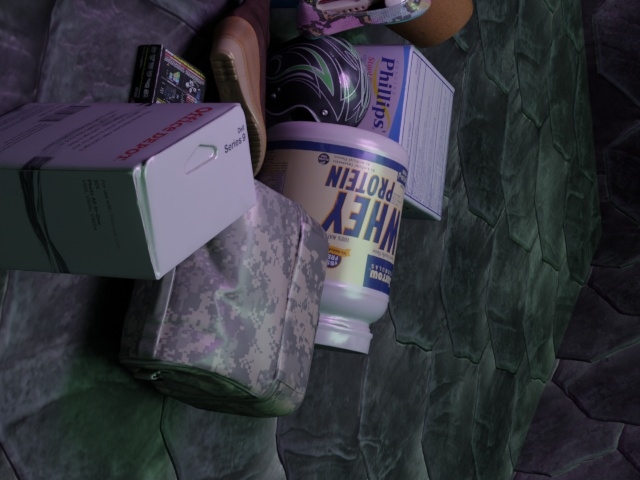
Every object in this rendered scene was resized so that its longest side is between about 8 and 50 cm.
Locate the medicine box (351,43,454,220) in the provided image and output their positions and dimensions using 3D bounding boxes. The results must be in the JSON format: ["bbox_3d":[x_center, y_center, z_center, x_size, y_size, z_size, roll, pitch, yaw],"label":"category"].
[{"bbox_3d":[0.128,-0.190,2.049,0.289,0.149,0.263,22,73,-66],"label":"medicine box"}]

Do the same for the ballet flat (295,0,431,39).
[{"bbox_3d":[0.068,-0.369,1.735,0.079,0.221,0.077,86,-14,-45],"label":"ballet flat"}]

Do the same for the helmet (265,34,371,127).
[{"bbox_3d":[0.001,-0.245,1.785,0.169,0.161,0.169,-14,106,-63],"label":"helmet"}]

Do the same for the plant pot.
[{"bbox_3d":[0.138,-0.454,1.874,0.254,0.237,0.237,49,47,-29],"label":"plant pot"}]

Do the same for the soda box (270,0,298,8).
[{"bbox_3d":[-0.089,-0.422,1.682,0.210,0.071,0.067,34,64,-60],"label":"soda box"}]

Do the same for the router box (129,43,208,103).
[{"bbox_3d":[-0.204,-0.200,1.515,0.122,0.038,0.092,29,68,-62],"label":"router box"}]

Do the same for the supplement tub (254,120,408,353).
[{"bbox_3d":[0.000,0.000,1.726,0.235,0.235,0.325,24,74,-62],"label":"supplement tub"}]

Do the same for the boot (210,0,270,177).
[{"bbox_3d":[-0.102,-0.235,1.665,0.207,0.090,0.248,-69,162,-49],"label":"boot"}]

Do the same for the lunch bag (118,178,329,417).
[{"bbox_3d":[-0.138,0.061,1.484,0.256,0.212,0.305,42,55,-59],"label":"lunch bag"}]

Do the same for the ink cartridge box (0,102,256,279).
[{"bbox_3d":[-0.242,-0.059,1.170,0.211,0.289,0.121,-43,130,-54],"label":"ink cartridge box"}]
